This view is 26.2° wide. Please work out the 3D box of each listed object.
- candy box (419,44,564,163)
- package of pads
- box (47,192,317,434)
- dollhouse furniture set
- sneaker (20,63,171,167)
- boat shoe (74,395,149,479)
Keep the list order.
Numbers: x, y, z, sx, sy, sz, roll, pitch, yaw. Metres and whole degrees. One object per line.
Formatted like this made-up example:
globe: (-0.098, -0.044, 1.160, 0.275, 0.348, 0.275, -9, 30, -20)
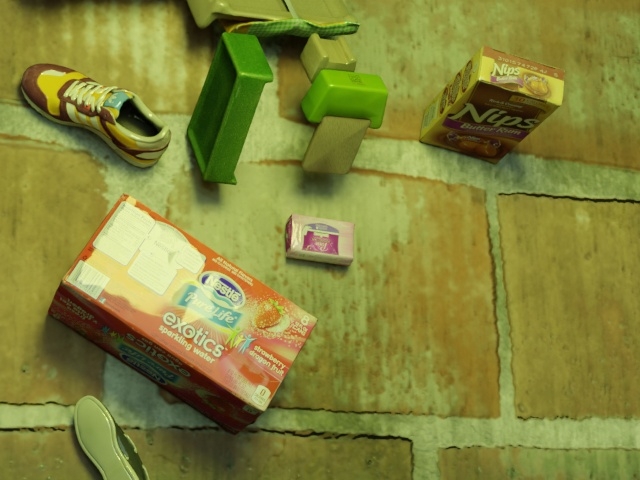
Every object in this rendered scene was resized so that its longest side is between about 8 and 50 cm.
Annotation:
candy box: (0.206, -0.162, 1.677, 0.109, 0.187, 0.053, 15, 66, -13)
package of pads: (0.000, 0.000, 1.632, 0.083, 0.032, 0.050, 8, 67, -16)
box: (-0.151, 0.083, 1.498, 0.257, 0.122, 0.128, 33, 64, -5)
dollhouse furniture set: (-0.064, -0.215, 1.672, 0.197, 0.151, 0.301, 3, 40, -24)
sneaker: (-0.253, -0.157, 1.574, 0.185, 0.084, 0.070, 28, 64, -8)
boat shoe: (-0.220, 0.222, 1.470, 0.046, 0.038, 0.125, -37, 77, 15)
